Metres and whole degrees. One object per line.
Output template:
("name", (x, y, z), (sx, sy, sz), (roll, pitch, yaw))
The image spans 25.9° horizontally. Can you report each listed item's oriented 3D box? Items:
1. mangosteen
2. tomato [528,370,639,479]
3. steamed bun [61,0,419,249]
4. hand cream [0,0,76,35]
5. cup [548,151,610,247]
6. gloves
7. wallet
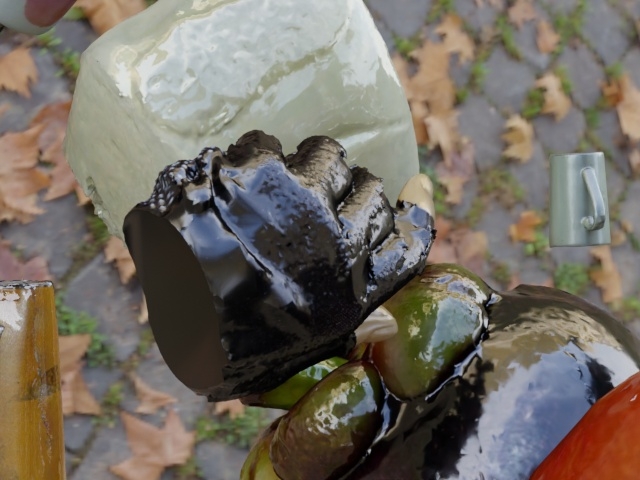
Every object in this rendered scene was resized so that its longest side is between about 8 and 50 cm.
("mangosteen", (0.078, 0.147, 0.860), (0.287, 0.287, 0.233), (20, 51, -35))
("tomato", (0.240, 0.173, 0.573), (0.341, 0.341, 0.273), (5, 50, -39))
("steamed bun", (-0.050, -0.084, 1.195), (0.290, 0.273, 0.272), (-41, 80, -16))
("hand cream", (-0.105, -0.227, 0.816), (0.078, 0.340, 0.124), (42, 26, -26))
("cup", (0.227, -0.036, 1.229), (0.075, 0.054, 0.083), (-16, 104, -73))
("gloves", (0.000, -0.002, 0.697), (0.180, 0.106, 0.129), (-29, 88, -32))
("wallet", (-0.272, 0.109, 0.974), (0.042, 0.195, 0.161), (-26, 113, -70))
